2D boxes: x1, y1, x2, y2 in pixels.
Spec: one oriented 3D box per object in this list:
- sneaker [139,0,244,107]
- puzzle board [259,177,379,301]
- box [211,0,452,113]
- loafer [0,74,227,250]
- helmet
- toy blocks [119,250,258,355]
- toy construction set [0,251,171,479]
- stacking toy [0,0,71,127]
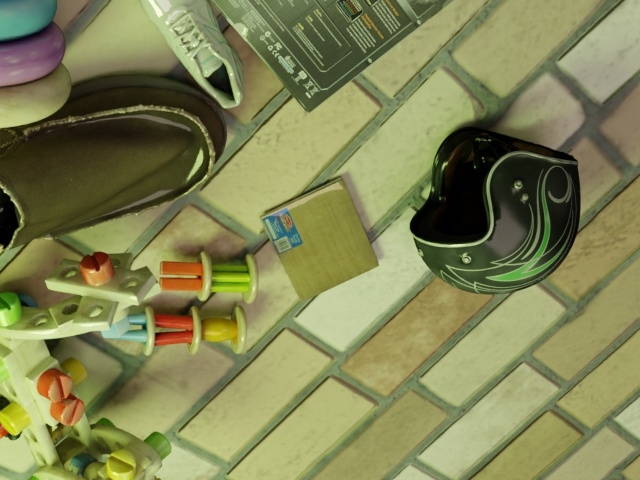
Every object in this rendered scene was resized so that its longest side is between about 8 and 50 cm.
[{"bbox_3d":[-0.110,-0.183,1.026,0.053,0.061,0.152,-33,126,7],"label":"sneaker"},{"bbox_3d":[0.000,0.000,1.223,0.096,0.011,0.128,-25,127,0],"label":"puzzle board"},{"bbox_3d":[-0.010,-0.253,1.014,0.183,0.056,0.231,-38,127,8],"label":"box"},{"bbox_3d":[-0.256,-0.044,1.027,0.366,0.130,0.134,-15,127,-9],"label":"loafer"},{"bbox_3d":[0.181,-0.024,1.175,0.169,0.169,0.162,9,103,-25],"label":"helmet"},{"bbox_3d":[-0.148,0.066,1.190,0.148,0.054,0.123,1,124,-19],"label":"toy blocks"},{"bbox_3d":[-0.244,0.156,1.124,0.151,0.215,0.328,-26,127,-43],"label":"toy construction set"},{"bbox_3d":[-0.267,-0.261,0.883,0.141,0.141,0.330,-4,119,-17],"label":"stacking toy"}]
